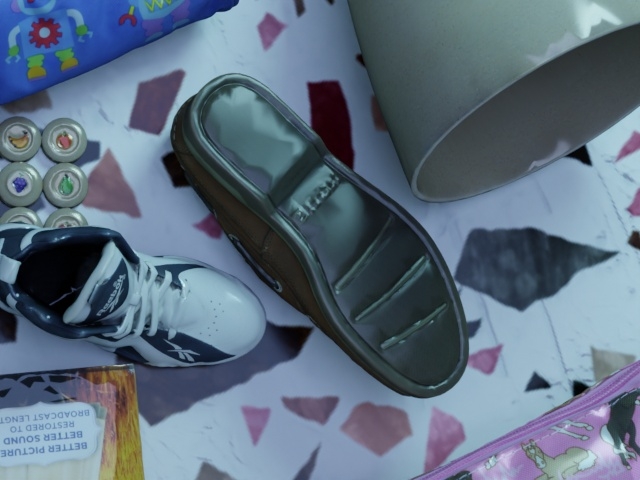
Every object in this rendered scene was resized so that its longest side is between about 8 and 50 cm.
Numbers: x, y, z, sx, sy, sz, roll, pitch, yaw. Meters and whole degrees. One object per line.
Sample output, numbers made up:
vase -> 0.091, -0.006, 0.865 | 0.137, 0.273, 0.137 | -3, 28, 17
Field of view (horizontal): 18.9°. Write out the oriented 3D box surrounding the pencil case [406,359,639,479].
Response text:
pencil case -> 0.170, 0.223, 1.519 | 0.386, 0.167, 0.160 | -23, 56, -16

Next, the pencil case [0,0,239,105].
pencil case -> -0.216, -0.190, 1.489 | 0.306, 0.119, 0.133 | -24, 131, -16

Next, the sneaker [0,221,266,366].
sneaker -> -0.146, 0.045, 1.455 | 0.235, 0.153, 0.094 | 22, 89, -12

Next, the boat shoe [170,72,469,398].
boat shoe -> 0.000, 0.000, 1.534 | 0.110, 0.104, 0.307 | -38, 91, -24

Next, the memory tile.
memory tile -> -0.257, -0.044, 1.520 | 0.148, 0.012, 0.113 | 0, 83, -13

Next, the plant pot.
plant pot -> 0.121, -0.213, 1.532 | 0.256, 0.256, 0.274 | -24, 74, -15

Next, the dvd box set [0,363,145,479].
dvd box set -> -0.272, 0.312, 1.430 | 0.307, 0.062, 0.420 | -3, 83, -20
